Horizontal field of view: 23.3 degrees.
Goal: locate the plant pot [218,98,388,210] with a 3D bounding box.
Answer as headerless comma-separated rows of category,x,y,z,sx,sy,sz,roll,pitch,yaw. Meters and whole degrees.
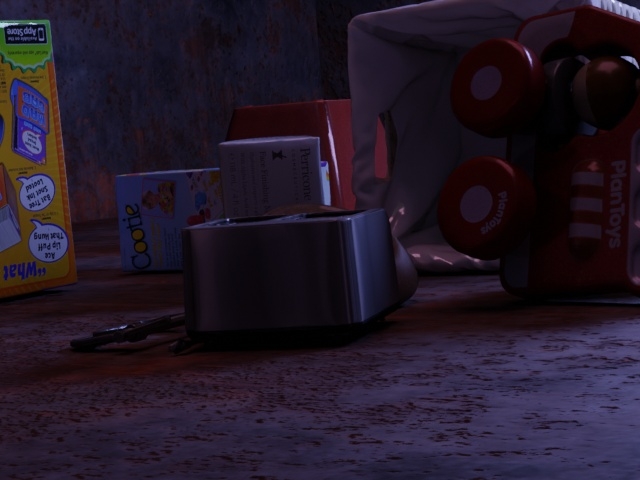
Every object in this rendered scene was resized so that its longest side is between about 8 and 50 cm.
plant pot,-0.022,-0.118,2.634,0.267,0.235,0.267,-3,4,29

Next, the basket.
basket,0.235,-0.129,1.927,0.331,0.328,0.266,-3,0,30

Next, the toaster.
toaster,-0.031,0.033,1.401,0.168,0.110,0.186,-4,4,17

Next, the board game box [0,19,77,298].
board game box,-0.580,-0.090,2.006,0.356,0.356,0.357,-2,5,37

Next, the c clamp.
c clamp,-0.159,0.083,1.453,0.137,0.022,0.161,-15,-1,25

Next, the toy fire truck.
toy fire truck,0.268,-0.084,1.507,0.254,0.302,0.169,-5,-19,40

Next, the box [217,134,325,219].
box,-0.056,-0.033,1.841,0.119,0.181,0.182,-5,4,-3

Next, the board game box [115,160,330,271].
board game box,-0.137,-0.034,2.218,0.275,0.144,0.142,-2,4,28

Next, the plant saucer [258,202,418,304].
plant saucer,0.007,0.009,1.598,0.199,0.036,0.198,10,26,-5
